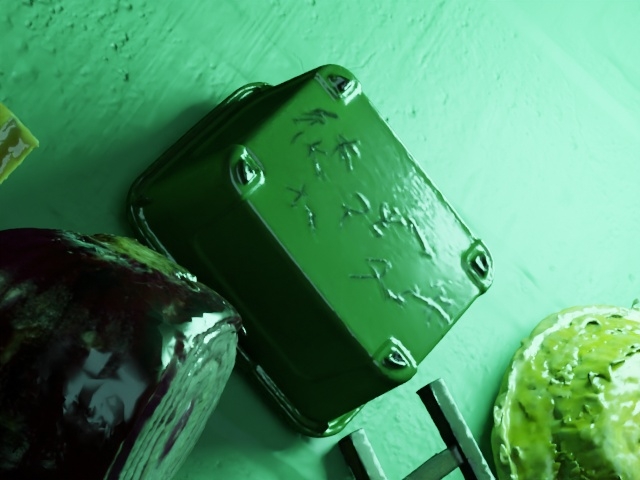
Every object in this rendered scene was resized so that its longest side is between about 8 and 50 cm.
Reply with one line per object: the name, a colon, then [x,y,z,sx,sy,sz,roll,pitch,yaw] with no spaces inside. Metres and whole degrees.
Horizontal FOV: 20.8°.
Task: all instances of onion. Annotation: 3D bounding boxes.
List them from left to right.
onion: [-0.234,0.121,1.471,0.260,0.336,0.282,24,100,9]

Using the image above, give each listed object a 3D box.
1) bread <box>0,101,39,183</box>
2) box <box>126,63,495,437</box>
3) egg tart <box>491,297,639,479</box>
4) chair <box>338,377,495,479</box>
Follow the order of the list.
bread: [-0.411,-0.071,1.471,0.239,0.111,0.246,43,70,-8]
box: [0.000,0.000,1.726,0.329,0.178,0.253,50,56,-9]
egg tart: [0.339,0.218,1.900,0.341,0.132,0.341,10,69,-29]
chair: [0.102,0.381,1.624,0.240,0.203,0.416,-29,83,-38]
